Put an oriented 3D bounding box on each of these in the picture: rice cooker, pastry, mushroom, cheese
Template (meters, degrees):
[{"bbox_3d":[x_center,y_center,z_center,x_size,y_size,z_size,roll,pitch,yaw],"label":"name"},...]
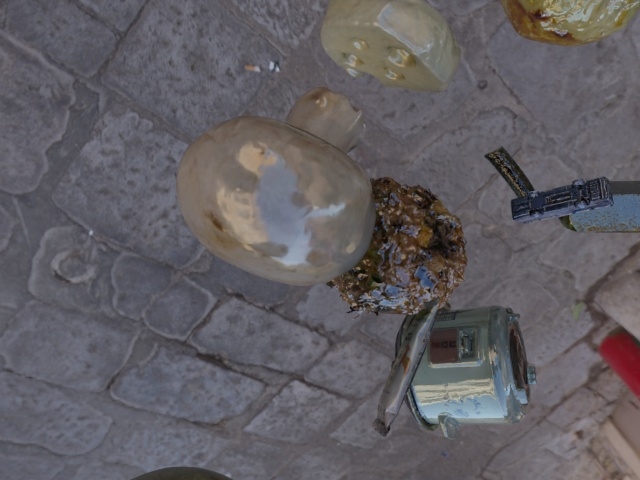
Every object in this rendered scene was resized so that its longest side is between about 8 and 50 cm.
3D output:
[{"bbox_3d":[0.298,0.273,1.083,0.317,0.316,0.264,-35,139,13],"label":"rice cooker"},{"bbox_3d":[0.116,0.019,0.857,0.274,0.275,0.193,-54,164,26],"label":"pastry"},{"bbox_3d":[0.655,-0.690,1.305,0.389,0.388,0.312,4,157,-19],"label":"pastry"},{"bbox_3d":[-0.048,-0.090,0.710,0.298,0.298,0.289,31,71,-34],"label":"mushroom"},{"bbox_3d":[0.160,-0.445,1.132,0.327,0.318,0.115,26,87,-6],"label":"cheese"}]

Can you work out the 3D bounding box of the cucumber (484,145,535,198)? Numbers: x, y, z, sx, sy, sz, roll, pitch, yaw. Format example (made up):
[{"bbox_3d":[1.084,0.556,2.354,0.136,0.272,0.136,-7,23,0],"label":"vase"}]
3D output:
[{"bbox_3d":[0.549,-0.172,1.394,0.052,0.214,0.058,-20,163,-45],"label":"cucumber"}]

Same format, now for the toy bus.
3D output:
[{"bbox_3d":[0.425,-0.068,0.875,0.065,0.047,0.166,15,160,-43],"label":"toy bus"}]

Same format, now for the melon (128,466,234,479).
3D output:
[{"bbox_3d":[-0.199,0.423,0.627,0.249,0.248,0.329,30,125,-33],"label":"melon"}]

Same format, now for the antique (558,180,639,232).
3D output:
[{"bbox_3d":[0.565,-0.066,0.938,0.221,0.080,0.081,1,113,2],"label":"antique"}]

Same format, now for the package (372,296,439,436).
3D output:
[{"bbox_3d":[0.067,0.095,0.380,0.015,0.037,0.110,27,77,-3],"label":"package"}]
